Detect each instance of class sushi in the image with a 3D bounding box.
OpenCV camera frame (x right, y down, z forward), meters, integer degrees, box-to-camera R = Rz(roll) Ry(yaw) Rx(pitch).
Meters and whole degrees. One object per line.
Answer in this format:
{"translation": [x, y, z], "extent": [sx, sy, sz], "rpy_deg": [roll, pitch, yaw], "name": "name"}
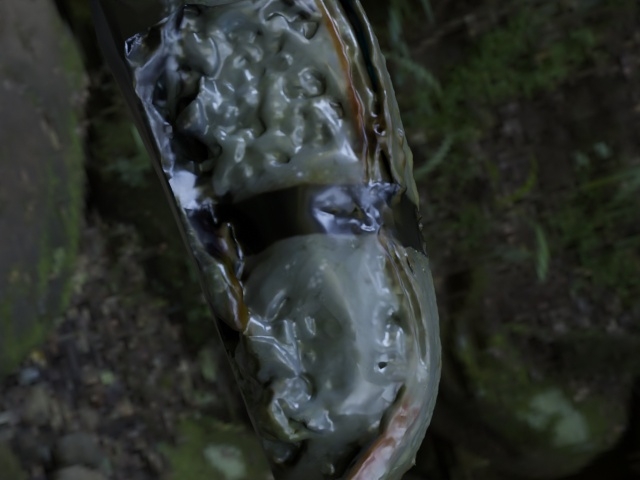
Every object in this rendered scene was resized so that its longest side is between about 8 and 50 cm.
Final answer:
{"translation": [0.002, 0.000, 0.637], "extent": [0.134, 0.109, 0.272], "rpy_deg": [76, -8, -62], "name": "sushi"}
